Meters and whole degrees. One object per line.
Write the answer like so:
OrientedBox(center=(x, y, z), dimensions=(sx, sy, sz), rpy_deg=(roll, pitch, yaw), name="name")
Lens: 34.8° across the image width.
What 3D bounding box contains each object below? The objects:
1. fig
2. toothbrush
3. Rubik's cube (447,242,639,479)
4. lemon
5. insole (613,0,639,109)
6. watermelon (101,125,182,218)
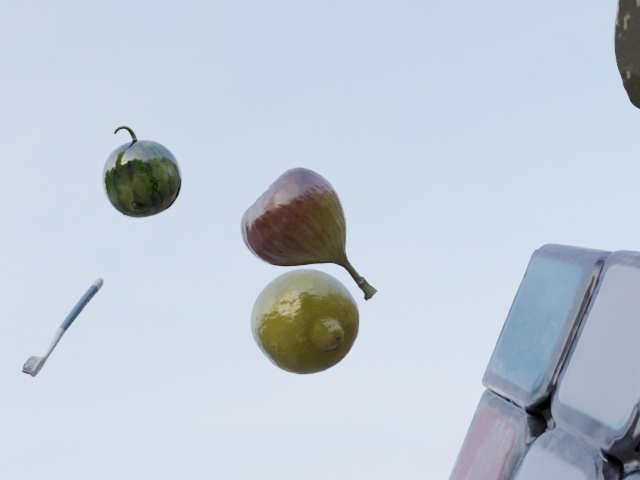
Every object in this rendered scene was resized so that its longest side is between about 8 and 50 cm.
OrientedBox(center=(-0.009, -0.009, 1.574), dimensions=(0.230, 0.143, 0.160), rpy_deg=(34, -82, -30), name="fig")
OrientedBox(center=(-0.425, 0.139, 1.702), dimensions=(0.025, 0.276, 0.019), rpy_deg=(14, -57, 6), name="toothbrush")
OrientedBox(center=(0.266, 0.223, 0.585), dimensions=(0.362, 0.359, 0.363), rpy_deg=(21, -3, -11), name="Rubik's cube")
OrientedBox(center=(-0.031, 0.136, 1.755), dimensions=(0.184, 0.184, 0.248), rpy_deg=(7, 3, -20), name="lemon")
OrientedBox(center=(0.401, -0.281, 1.255), dimensions=(0.081, 0.248, 0.011), rpy_deg=(-3, 12, 14), name="insole")
OrientedBox(center=(-0.219, -0.080, 1.258), dimensions=(0.109, 0.109, 0.109), rpy_deg=(-5, -34, -3), name="watermelon")
